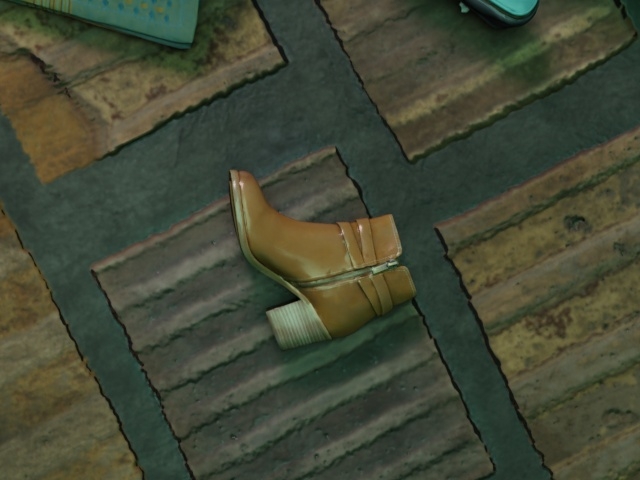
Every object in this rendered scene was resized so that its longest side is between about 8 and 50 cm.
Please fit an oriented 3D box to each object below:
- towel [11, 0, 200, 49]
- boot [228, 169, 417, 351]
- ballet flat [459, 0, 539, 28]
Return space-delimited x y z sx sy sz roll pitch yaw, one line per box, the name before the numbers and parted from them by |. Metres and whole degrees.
towel | -0.274 -0.353 1.057 0.370 0.040 0.271 14 117 -3
boot | 0.000 0.000 1.117 0.152 0.073 0.197 -21 104 -2
ballet flat | 0.127 -0.280 1.120 0.203 0.074 0.074 38 88 -2
